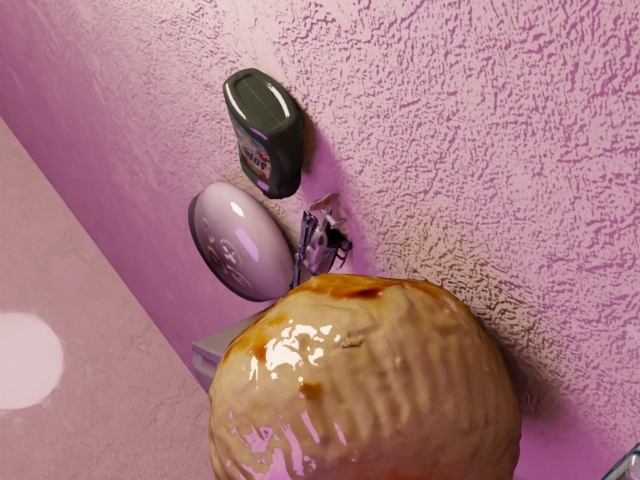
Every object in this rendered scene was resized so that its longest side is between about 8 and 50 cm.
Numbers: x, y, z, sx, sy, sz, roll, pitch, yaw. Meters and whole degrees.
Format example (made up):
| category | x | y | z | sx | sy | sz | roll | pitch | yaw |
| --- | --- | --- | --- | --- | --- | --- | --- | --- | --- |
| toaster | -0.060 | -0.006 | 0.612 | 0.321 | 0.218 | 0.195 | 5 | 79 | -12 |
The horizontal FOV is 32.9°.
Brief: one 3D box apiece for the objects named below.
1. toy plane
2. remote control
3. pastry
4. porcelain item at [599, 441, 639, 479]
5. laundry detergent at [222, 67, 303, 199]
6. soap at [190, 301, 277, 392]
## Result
| category | x | y | z | sx | sy | sz | roll | pitch | yaw |
| --- | --- | --- | --- | --- | --- | --- | --- | --- | --- |
| toy plane | 0.001 | -0.001 | 1.525 | 0.053 | 0.078 | 0.197 | 48 | 147 | 25 |
| remote control | -0.137 | 0.007 | 1.839 | 0.221 | 0.103 | 0.332 | 58 | 164 | -3 |
| pastry | 0.049 | 0.199 | 1.324 | 0.388 | 0.388 | 0.313 | 83 | 172 | -57 |
| porcelain item | 0.382 | 0.273 | 0.928 | 0.286 | 0.157 | 0.281 | 48 | 159 | 21 |
| laundry detergent | -0.075 | -0.130 | 1.480 | 0.144 | 0.078 | 0.222 | 49 | 164 | 20 |
| soap | -0.050 | 0.283 | 1.921 | 0.350 | 0.213 | 0.435 | 62 | 161 | -12 |
